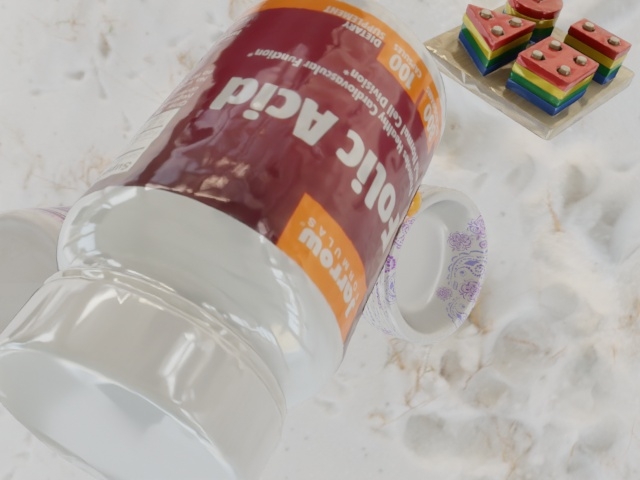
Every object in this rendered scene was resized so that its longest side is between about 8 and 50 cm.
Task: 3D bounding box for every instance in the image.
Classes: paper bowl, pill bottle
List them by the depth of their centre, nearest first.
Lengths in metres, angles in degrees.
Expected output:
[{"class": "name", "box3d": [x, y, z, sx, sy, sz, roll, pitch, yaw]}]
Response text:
[{"class": "pill bottle", "box3d": [-0.058, -0.010, 0.588, 0.224, 0.392, 0.224, 17, 141, 14]}, {"class": "pill bottle", "box3d": [-0.326, 0.037, 0.998, 0.170, 0.301, 0.169, 1, 95, 10]}, {"class": "paper bowl", "box3d": [0.166, 0.037, 1.371, 0.148, 0.284, 0.284, 14, 98, 45]}]

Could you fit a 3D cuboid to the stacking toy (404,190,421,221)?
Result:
[{"class": "stacking toy", "box3d": [0.000, 0.000, 1.028, 0.302, 0.175, 0.165, -24, 121, 0]}]

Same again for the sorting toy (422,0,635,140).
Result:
[{"class": "sorting toy", "box3d": [0.337, -0.303, 1.179, 0.255, 0.257, 0.089, 41, 143, 24]}]
